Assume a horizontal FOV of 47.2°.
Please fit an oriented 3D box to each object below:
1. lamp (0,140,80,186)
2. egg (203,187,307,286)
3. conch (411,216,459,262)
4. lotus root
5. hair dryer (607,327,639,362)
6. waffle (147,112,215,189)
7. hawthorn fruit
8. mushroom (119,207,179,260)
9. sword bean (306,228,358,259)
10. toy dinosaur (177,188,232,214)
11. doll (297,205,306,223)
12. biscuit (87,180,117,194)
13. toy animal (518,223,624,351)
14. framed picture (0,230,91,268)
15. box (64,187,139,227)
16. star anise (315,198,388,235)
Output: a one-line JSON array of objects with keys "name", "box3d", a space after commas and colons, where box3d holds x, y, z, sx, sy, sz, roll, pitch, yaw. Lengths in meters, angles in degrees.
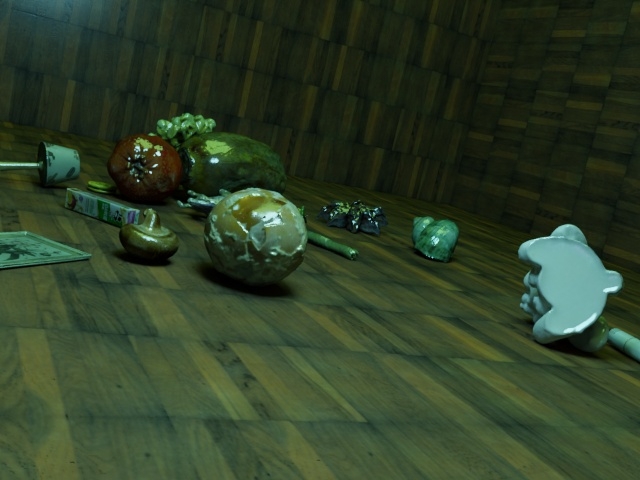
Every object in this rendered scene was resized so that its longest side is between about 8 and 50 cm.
[{"name": "lamp", "box3d": [-0.754, -0.202, 1.939, 0.214, 0.121, 0.121, -3, 16, -30]}, {"name": "egg", "box3d": [-0.130, -0.007, 1.428, 0.195, 0.195, 0.233, 4, 17, -45]}, {"name": "conch", "box3d": [0.360, -0.008, 2.326, 0.175, 0.122, 0.188, -18, 19, -23]}, {"name": "lotus root", "box3d": [-0.297, -0.223, 2.302, 0.346, 0.251, 0.250, 4, 13, -46]}, {"name": "hair dryer", "box3d": [0.738, 0.246, 1.585, 0.183, 0.044, 0.155, 14, 11, -14]}, {"name": "waffle", "box3d": [-0.469, -0.277, 2.344, 0.073, 0.297, 0.317, 42, 25, 17]}, {"name": "hawthorn fruit", "box3d": [-0.494, -0.204, 2.099, 0.205, 0.205, 0.253, 13, 1, -1]}, {"name": "mushroom", "box3d": [-0.336, -0.002, 1.435, 0.109, 0.085, 0.126, 55, 24, 19]}, {"name": "sword bean", "box3d": [0.001, 0.000, 2.022, 0.269, 0.038, 0.043, 23, 8, 39]}, {"name": "toy dinosaur", "box3d": [-0.294, -0.098, 2.083, 0.162, 0.077, 0.294, 19, 15, 31]}, {"name": "doll", "box3d": [-0.093, -0.050, 2.182, 0.113, 0.077, 0.078, -16, -15, -4]}, {"name": "biscuit", "box3d": [-0.623, -0.151, 2.094, 0.084, 0.023, 0.084, 13, 8, -2]}, {"name": "toy animal", "box3d": [0.541, 0.120, 1.595, 0.205, 0.272, 0.265, -12, -20, 11]}, {"name": "framed picture", "box3d": [-0.540, 0.014, 1.271, 0.173, 0.010, 0.231, 17, 10, 22]}, {"name": "box", "box3d": [-0.513, -0.075, 1.715, 0.207, 0.050, 0.041, 18, 12, 27]}, {"name": "star anise", "box3d": [0.115, -0.091, 2.530, 0.236, 0.109, 0.223, 6, 7, -27]}]
